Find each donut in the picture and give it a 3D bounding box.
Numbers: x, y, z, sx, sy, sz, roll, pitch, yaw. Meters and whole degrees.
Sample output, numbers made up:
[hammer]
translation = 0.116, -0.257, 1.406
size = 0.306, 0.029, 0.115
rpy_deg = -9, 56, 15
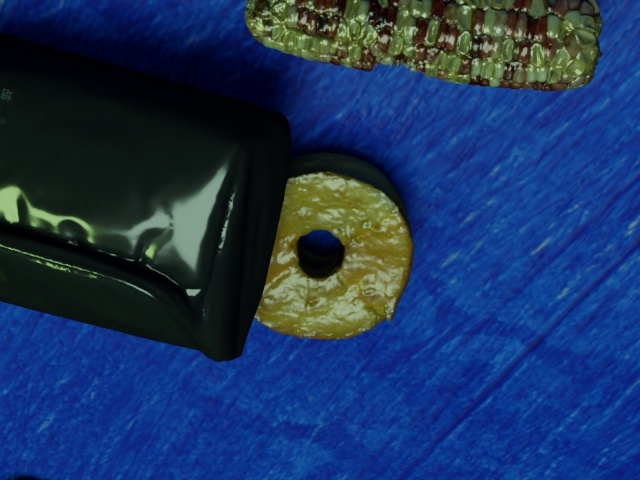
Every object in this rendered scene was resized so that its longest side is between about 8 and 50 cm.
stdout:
[donut]
translation = 0.002, 0.000, 1.275
size = 0.174, 0.074, 0.190
rpy_deg = 1, 124, 6

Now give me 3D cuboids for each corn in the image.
[corn]
translation = 0.084, -0.176, 1.105
size = 0.290, 0.098, 0.098
rpy_deg = 4, 129, 4

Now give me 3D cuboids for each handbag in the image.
[handbag]
translation = -0.198, -0.012, 1.166
size = 0.302, 0.178, 0.275
rpy_deg = 16, 111, 10
